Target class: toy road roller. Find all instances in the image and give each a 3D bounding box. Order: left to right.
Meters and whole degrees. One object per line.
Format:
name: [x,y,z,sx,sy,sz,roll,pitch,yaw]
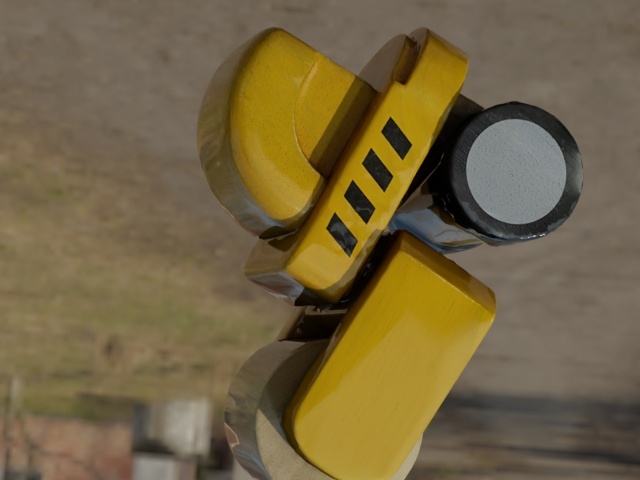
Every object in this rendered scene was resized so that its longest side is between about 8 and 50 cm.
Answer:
toy road roller: [0.000,0.000,1.239,0.241,0.329,0.202,32,171,-9]
